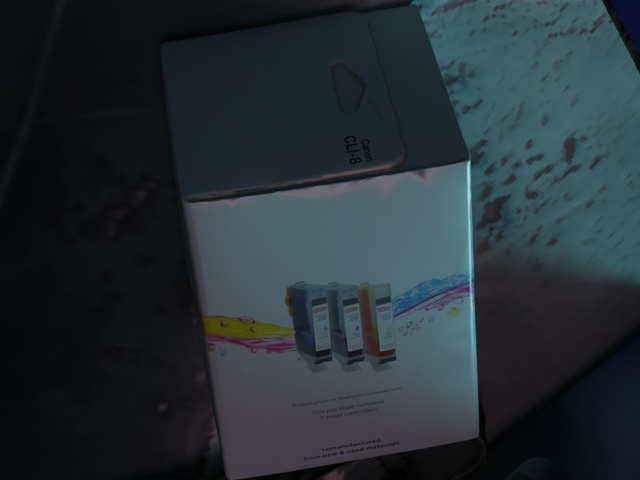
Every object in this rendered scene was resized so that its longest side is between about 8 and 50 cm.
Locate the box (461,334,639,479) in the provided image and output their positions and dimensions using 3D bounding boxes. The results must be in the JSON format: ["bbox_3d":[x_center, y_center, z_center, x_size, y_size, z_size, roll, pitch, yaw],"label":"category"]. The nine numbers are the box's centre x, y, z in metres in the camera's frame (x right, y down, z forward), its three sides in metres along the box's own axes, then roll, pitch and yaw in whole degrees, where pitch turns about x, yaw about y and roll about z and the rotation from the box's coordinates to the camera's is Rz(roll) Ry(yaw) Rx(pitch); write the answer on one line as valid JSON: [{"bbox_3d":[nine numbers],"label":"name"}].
[{"bbox_3d":[0.175,0.252,0.995,0.182,0.296,0.294,34,116,-33],"label":"box"}]

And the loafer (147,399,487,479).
[{"bbox_3d":[-0.026,0.164,1.019,0.267,0.084,0.096,-21,130,7],"label":"loafer"}]

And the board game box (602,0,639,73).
[{"bbox_3d":[0.272,-0.080,0.779,0.291,0.232,0.141,24,121,-29],"label":"board game box"}]

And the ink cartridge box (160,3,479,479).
[{"bbox_3d":[0.000,0.000,0.858,0.127,0.128,0.176,-8,130,-4],"label":"ink cartridge box"}]
